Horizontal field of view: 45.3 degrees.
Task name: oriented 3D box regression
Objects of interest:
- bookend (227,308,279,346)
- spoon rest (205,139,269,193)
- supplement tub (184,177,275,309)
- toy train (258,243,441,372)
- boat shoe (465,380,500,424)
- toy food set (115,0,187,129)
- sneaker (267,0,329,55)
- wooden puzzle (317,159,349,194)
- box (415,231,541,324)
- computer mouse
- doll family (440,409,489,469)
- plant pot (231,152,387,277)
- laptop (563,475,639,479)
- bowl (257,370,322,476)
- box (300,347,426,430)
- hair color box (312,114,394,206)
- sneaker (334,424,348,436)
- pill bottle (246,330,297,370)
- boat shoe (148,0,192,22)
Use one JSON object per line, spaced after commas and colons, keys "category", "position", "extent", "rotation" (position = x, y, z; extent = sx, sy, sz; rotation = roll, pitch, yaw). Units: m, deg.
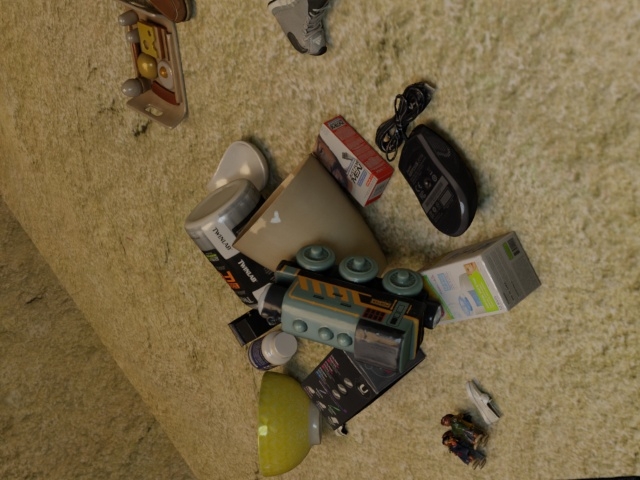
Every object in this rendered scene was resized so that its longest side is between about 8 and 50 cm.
{"category": "bookend", "position": [-0.135, 0.193, 1.985], "extent": [0.072, 0.157, 0.156], "rotation": [58, 147, 2]}
{"category": "spoon rest", "position": [-0.211, -0.155, 1.887], "extent": [0.137, 0.084, 0.276], "rotation": [60, 147, -1]}
{"category": "supplement tub", "position": [-0.158, 0.027, 1.821], "extent": [0.193, 0.193, 0.316], "rotation": [-5, 127, 54]}
{"category": "toy train", "position": [0.050, 0.122, 1.418], "extent": [0.334, 0.190, 0.142], "rotation": [16, 128, 17]}
{"category": "boat shoe", "position": [0.339, 0.332, 1.590], "extent": [0.035, 0.035, 0.100], "rotation": [-34, 82, 29]}
{"category": "toy food set", "position": [-0.456, -0.459, 1.966], "extent": [0.219, 0.092, 0.306], "rotation": [30, 137, 37]}
{"category": "sneaker", "position": [-0.006, -0.416, 1.435], "extent": [0.228, 0.086, 0.132], "rotation": [7, 126, 62]}
{"category": "wooden puzzle", "position": [0.026, -0.135, 1.657], "extent": [0.116, 0.014, 0.078], "rotation": [45, 148, 22]}
{"category": "box", "position": [0.278, 0.074, 1.404], "extent": [0.203, 0.103, 0.114], "rotation": [-22, 97, 56]}
{"category": "computer mouse", "position": [0.210, -0.135, 1.376], "extent": [0.272, 0.072, 0.188], "rotation": [63, 150, 17]}
{"category": "doll family", "position": [0.305, 0.431, 1.669], "extent": [0.111, 0.076, 0.193], "rotation": [28, 138, 32]}
{"category": "plant pot", "position": [0.000, 0.000, 1.614], "extent": [0.274, 0.256, 0.256], "rotation": [40, 147, -8]}
{"category": "laptop", "position": [0.594, 0.580, 1.461], "extent": [0.234, 0.136, 0.264], "rotation": [-33, 62, 56]}
{"category": "bowl", "position": [-0.077, 0.506, 2.117], "extent": [0.156, 0.289, 0.289], "rotation": [0, 124, 5]}
{"category": "box", "position": [0.092, 0.302, 1.764], "extent": [0.143, 0.165, 0.270], "rotation": [52, 146, 13]}
{"category": "hair color box", "position": [0.063, -0.161, 1.553], "extent": [0.167, 0.053, 0.093], "rotation": [48, 146, 18]}
{"category": "sneaker", "position": [0.051, 0.497, 2.094], "extent": [0.037, 0.032, 0.083], "rotation": [-8, 114, 40]}
{"category": "pill bottle", "position": [-0.131, 0.303, 2.119], "extent": [0.094, 0.094, 0.169], "rotation": [59, 147, 2]}
{"category": "boat shoe", "position": [-0.421, -0.616, 1.790], "extent": [0.307, 0.104, 0.111], "rotation": [51, 145, 13]}
